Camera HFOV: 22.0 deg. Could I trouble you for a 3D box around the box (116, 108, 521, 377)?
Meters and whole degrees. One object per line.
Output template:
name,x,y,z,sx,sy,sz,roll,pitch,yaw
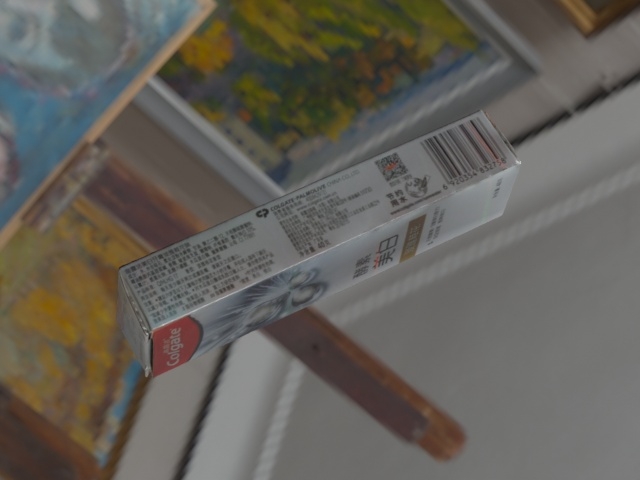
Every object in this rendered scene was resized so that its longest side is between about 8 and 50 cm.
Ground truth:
box,0.000,0.000,0.838,0.218,0.039,0.055,-25,155,-18
